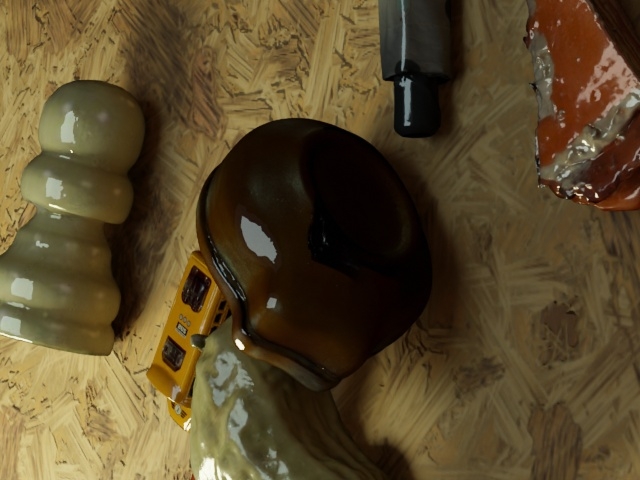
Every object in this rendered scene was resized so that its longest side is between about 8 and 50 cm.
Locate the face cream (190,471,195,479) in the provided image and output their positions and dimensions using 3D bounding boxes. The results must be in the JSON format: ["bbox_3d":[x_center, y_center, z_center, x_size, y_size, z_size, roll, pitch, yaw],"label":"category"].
[{"bbox_3d":[-0.083,0.249,1.773,0.096,0.096,0.214,31,109,47],"label":"face cream"}]

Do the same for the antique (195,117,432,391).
[{"bbox_3d":[0.000,0.000,1.618,0.129,0.223,0.278,-45,20,34],"label":"antique"}]

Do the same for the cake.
[{"bbox_3d":[0.211,-0.147,1.474,0.135,0.098,0.287,-38,58,40],"label":"cake"}]

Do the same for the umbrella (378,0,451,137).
[{"bbox_3d":[0.086,-0.262,1.661,0.073,0.067,0.337,140,129,-77],"label":"umbrella"}]

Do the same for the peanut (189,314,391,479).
[{"bbox_3d":[-0.029,0.207,1.617,0.291,0.143,0.159,57,135,19],"label":"peanut"}]

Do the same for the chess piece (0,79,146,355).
[{"bbox_3d":[-0.277,-0.032,2.013,0.167,0.167,0.299,14,89,50],"label":"chess piece"}]

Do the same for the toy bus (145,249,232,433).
[{"bbox_3d":[-0.117,0.109,1.837,0.083,0.088,0.194,36,112,45],"label":"toy bus"}]
